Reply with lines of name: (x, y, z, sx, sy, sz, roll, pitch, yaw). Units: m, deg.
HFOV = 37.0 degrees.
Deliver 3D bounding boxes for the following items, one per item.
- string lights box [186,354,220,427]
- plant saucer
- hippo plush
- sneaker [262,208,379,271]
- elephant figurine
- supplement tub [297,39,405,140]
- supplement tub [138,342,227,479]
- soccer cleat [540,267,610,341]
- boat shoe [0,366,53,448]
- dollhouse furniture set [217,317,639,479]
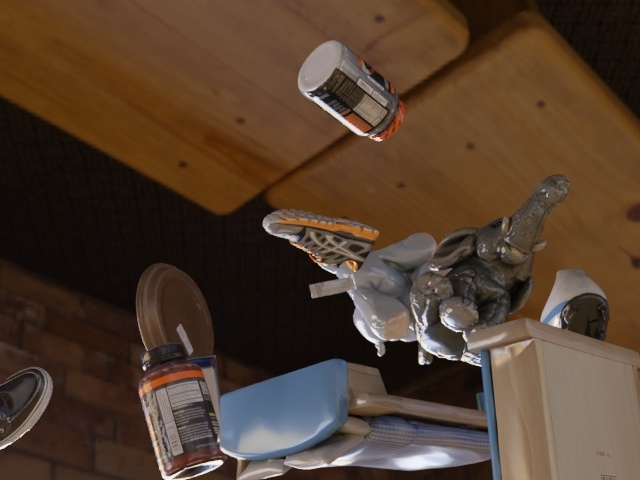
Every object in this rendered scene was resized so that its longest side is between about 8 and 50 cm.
string lights box: (-0.233, 0.303, 1.852, 0.076, 0.134, 0.259, -7, 179, -6)
plant saucer: (-0.311, 0.180, 2.107, 0.041, 0.278, 0.278, -17, 143, 20)
hippo plush: (0.136, 0.144, 1.911, 0.294, 0.234, 0.237, -9, 140, 1)
sneaker: (0.000, 0.000, 1.615, 0.214, 0.084, 0.083, 12, 101, -27)
elephant figurine: (0.227, 0.042, 1.281, 0.186, 0.239, 0.169, 9, 145, 39)
supplement tub: (0.061, -0.267, 1.742, 0.117, 0.117, 0.190, -32, 133, 31)
supplement tub: (-0.218, 0.260, 1.472, 0.106, 0.198, 0.106, -17, 158, -7)
soccer cleat: (0.435, 0.202, 1.674, 0.115, 0.143, 0.331, 2, 119, -4)
boat shoe: (-0.472, 0.251, 1.310, 0.228, 0.080, 0.076, -37, 157, -15)
dollhouse furniture set: (0.110, 0.207, 0.718, 0.286, 0.198, 0.303, 18, 151, -40)
